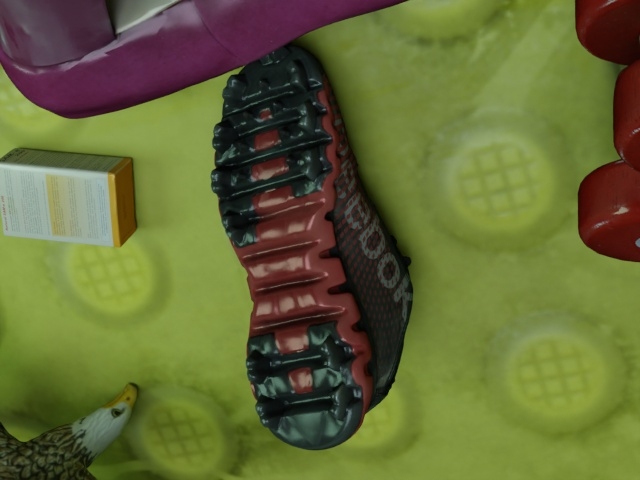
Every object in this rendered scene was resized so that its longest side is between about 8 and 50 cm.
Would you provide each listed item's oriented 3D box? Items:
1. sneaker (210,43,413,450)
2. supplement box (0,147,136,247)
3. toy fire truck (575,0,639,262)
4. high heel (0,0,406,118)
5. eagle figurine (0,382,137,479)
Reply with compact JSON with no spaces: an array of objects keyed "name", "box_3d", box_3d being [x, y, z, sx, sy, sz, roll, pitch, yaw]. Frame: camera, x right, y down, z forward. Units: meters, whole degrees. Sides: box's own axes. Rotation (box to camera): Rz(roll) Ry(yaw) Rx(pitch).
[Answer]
[{"name":"sneaker","box_3d":[0.000,0.000,0.762,0.097,0.135,0.276,-10,89,31]},{"name":"supplement box","box_3d":[-0.194,-0.033,0.826,0.098,0.036,0.062,6,116,11]},{"name":"toy fire truck","box_3d":[0.269,-0.097,0.554,0.253,0.302,0.169,1,72,6]},{"name":"high heel","box_3d":[-0.025,-0.168,0.701,0.377,0.127,0.181,-6,158,0]},{"name":"eagle figurine","box_3d":[-0.196,0.213,0.854,0.298,0.226,0.225,38,94,8]}]
